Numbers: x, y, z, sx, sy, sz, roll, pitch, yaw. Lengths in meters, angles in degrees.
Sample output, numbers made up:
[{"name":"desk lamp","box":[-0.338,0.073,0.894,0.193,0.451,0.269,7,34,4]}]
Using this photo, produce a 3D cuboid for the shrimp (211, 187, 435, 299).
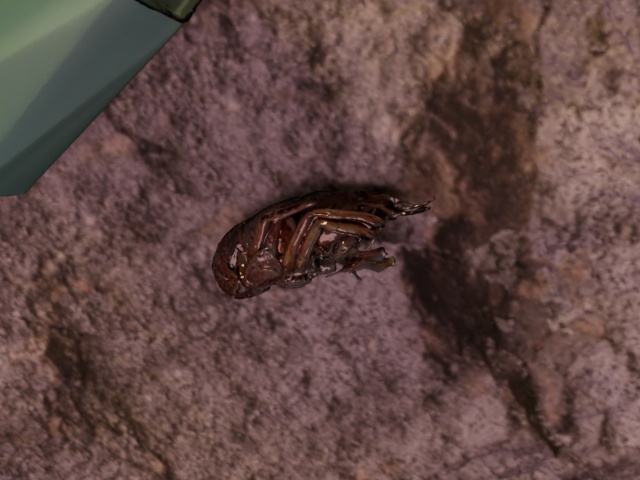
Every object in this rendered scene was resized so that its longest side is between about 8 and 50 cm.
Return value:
[{"name":"shrimp","box":[0.000,-0.001,1.419,0.190,0.075,0.073,-17,85,19]}]

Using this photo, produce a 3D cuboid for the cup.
[{"name":"cup","box":[-0.197,-0.139,1.350,0.134,0.148,0.236,21,139,-39]}]
